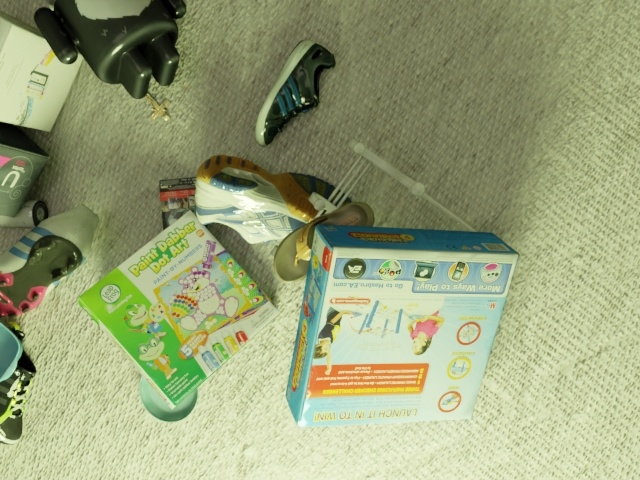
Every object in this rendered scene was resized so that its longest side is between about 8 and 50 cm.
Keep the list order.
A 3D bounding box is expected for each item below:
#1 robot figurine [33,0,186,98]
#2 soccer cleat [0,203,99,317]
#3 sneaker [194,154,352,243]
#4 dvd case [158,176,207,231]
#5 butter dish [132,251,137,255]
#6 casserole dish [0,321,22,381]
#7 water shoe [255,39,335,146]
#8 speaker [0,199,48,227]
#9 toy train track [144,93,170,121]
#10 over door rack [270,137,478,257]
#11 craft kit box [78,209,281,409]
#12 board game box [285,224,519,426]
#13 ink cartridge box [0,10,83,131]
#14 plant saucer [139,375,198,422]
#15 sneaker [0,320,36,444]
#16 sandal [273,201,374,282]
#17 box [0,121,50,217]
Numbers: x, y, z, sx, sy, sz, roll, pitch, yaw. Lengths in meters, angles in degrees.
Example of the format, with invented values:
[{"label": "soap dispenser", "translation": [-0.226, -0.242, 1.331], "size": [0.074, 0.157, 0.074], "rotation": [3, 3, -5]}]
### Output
[{"label": "robot figurine", "translation": [-0.360, -0.390, 1.326], "size": [0.173, 0.209, 0.278], "rotation": [-38, 85, 25]}, {"label": "soccer cleat", "translation": [-0.533, 0.041, 1.431], "size": [0.331, 0.143, 0.116], "rotation": [-26, 120, 32]}, {"label": "sneaker", "translation": [-0.077, -0.049, 1.329], "size": [0.296, 0.112, 0.131], "rotation": [20, 129, 1]}, {"label": "dvd case", "translation": [-0.253, -0.056, 1.401], "size": [0.087, 0.013, 0.120], "rotation": [-5, 91, 13]}, {"label": "butter dish", "translation": [-0.330, 0.125, 1.374], "size": [0.160, 0.118, 0.160], "rotation": [36, 100, 8]}, {"label": "casserole dish", "translation": [-0.636, 0.193, 1.423], "size": [0.188, 0.037, 0.114], "rotation": [34, 87, 13]}, {"label": "water shoe", "translation": [-0.044, -0.246, 1.315], "size": [0.080, 0.073, 0.203], "rotation": [29, 99, 8]}, {"label": "speaker", "translation": [-0.599, -0.051, 1.458], "size": [0.136, 0.055, 0.055], "rotation": [1, 93, 13]}, {"label": "toy train track", "translation": [-0.311, -0.254, 1.404], "size": [0.048, 0.014, 0.083], "rotation": [-45, 83, 11]}, {"label": "over door rack", "translation": [0.117, 0.021, 1.223], "size": [0.324, 0.108, 0.240], "rotation": [34, 100, -14]}, {"label": "craft kit box", "translation": [-0.241, 0.116, 1.315], "size": [0.247, 0.061, 0.250], "rotation": [46, 67, 4]}, {"label": "board game box", "translation": [0.120, 0.135, 1.175], "size": [0.308, 0.086, 0.302], "rotation": [3, 113, -20]}, {"label": "ink cartridge box", "translation": [-0.576, -0.317, 1.349], "size": [0.171, 0.232, 0.168], "rotation": [29, 96, 10]}, {"label": "plant saucer", "translation": [-0.280, 0.280, 1.419], "size": [0.119, 0.021, 0.120], "rotation": [1, 94, 13]}, {"label": "sneaker", "translation": [-0.596, 0.276, 1.458], "size": [0.097, 0.084, 0.235], "rotation": [-10, 91, 12]}, {"label": "sandal", "translation": [0.000, 0.000, 1.151], "size": [0.180, 0.049, 0.072], "rotation": [-32, 87, 12]}, {"label": "box", "translation": [-0.660, -0.180, 1.383], "size": [0.270, 0.165, 0.143], "rotation": [38, 100, 22]}]
